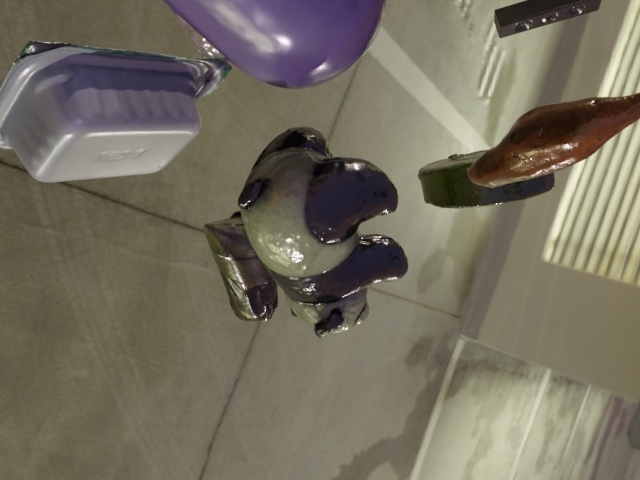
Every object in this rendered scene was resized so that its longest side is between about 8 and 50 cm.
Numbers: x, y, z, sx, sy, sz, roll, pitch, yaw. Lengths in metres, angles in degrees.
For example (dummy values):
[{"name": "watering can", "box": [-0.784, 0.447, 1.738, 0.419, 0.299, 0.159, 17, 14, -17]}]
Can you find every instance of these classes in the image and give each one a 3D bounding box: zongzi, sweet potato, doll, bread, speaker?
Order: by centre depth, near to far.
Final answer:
[{"name": "doll", "box": [-0.001, -0.002, 0.624, 0.135, 0.143, 0.234, -37, 136, -17]}, {"name": "sweet potato", "box": [0.357, -0.159, 0.959, 0.112, 0.359, 0.112, 14, 66, -35]}, {"name": "speaker", "box": [0.438, -0.448, 1.164, 0.040, 0.191, 0.046, 53, 26, -67]}, {"name": "zongzi", "box": [-0.199, 0.070, 1.418, 0.300, 0.138, 0.286, -14, 105, -72]}, {"name": "bread", "box": [0.461, -0.183, 1.635, 0.366, 0.382, 0.129, -20, 103, -42]}]

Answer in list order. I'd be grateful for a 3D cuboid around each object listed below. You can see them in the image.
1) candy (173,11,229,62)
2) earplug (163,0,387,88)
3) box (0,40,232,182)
[{"name": "candy", "box": [-0.217, -0.489, 1.225, 0.195, 0.137, 0.185, 56, 23, -54]}, {"name": "earplug", "box": [-0.118, -0.315, 0.485, 0.456, 0.215, 0.215, 42, 69, -24]}, {"name": "box", "box": [-0.320, -0.176, 0.929, 0.336, 0.264, 0.106, -16, 76, -50]}]
